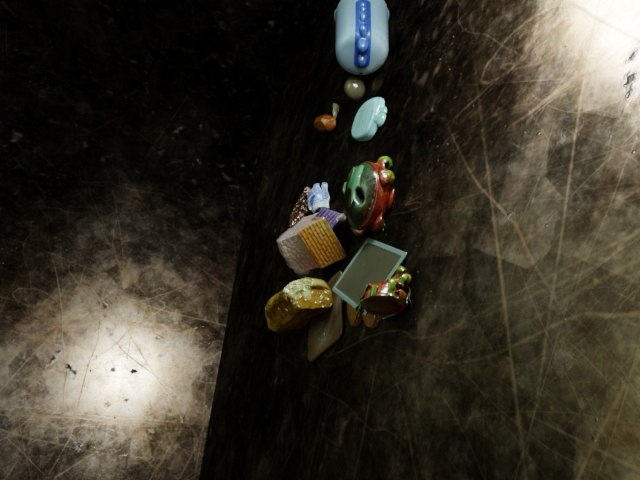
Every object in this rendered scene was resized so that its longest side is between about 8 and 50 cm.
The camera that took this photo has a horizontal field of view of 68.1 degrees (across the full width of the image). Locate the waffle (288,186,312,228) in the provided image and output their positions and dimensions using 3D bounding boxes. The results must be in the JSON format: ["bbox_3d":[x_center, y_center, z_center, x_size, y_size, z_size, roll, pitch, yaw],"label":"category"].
[{"bbox_3d":[-0.102,-0.161,2.449,0.234,0.055,0.221,-58,17,20],"label":"waffle"}]

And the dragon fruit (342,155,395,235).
[{"bbox_3d":[0.166,-0.165,1.677,0.268,0.129,0.296,170,115,-73],"label":"dragon fruit"}]

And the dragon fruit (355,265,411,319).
[{"bbox_3d":[0.197,0.158,1.361,0.175,0.142,0.138,-53,-22,-22],"label":"dragon fruit"}]

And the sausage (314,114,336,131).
[{"bbox_3d":[0.024,-0.606,2.447,0.179,0.089,0.089,26,98,66],"label":"sausage"}]

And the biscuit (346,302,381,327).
[{"bbox_3d":[0.140,0.218,1.558,0.192,0.036,0.187,-50,31,47],"label":"biscuit"}]

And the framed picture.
[{"bbox_3d":[0.155,0.111,1.550,0.232,0.019,0.296,-55,21,-2],"label":"framed picture"}]

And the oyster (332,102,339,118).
[{"bbox_3d":[0.080,-0.666,2.447,0.081,0.038,0.084,-99,6,-68],"label":"oyster"}]

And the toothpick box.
[{"bbox_3d":[0.178,-0.884,2.035,0.263,0.262,0.355,-45,35,52],"label":"toothpick box"}]

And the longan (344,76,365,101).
[{"bbox_3d":[0.157,-0.684,2.158,0.106,0.106,0.119,-94,-10,-45],"label":"longan"}]

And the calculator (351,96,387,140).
[{"bbox_3d":[0.198,-0.503,1.968,0.295,0.042,0.184,-159,86,-71],"label":"calculator"}]

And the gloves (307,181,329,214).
[{"bbox_3d":[-0.008,-0.199,2.217,0.119,0.097,0.229,-32,30,16],"label":"gloves"}]

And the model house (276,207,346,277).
[{"bbox_3d":[0.000,0.000,1.917,0.237,0.203,0.237,-20,14,38],"label":"model house"}]

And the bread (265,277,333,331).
[{"bbox_3d":[-0.093,0.249,1.873,0.344,0.195,0.149,-43,55,52],"label":"bread"}]

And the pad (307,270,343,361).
[{"bbox_3d":[0.017,0.297,1.839,0.287,0.018,0.284,129,151,-46],"label":"pad"}]
